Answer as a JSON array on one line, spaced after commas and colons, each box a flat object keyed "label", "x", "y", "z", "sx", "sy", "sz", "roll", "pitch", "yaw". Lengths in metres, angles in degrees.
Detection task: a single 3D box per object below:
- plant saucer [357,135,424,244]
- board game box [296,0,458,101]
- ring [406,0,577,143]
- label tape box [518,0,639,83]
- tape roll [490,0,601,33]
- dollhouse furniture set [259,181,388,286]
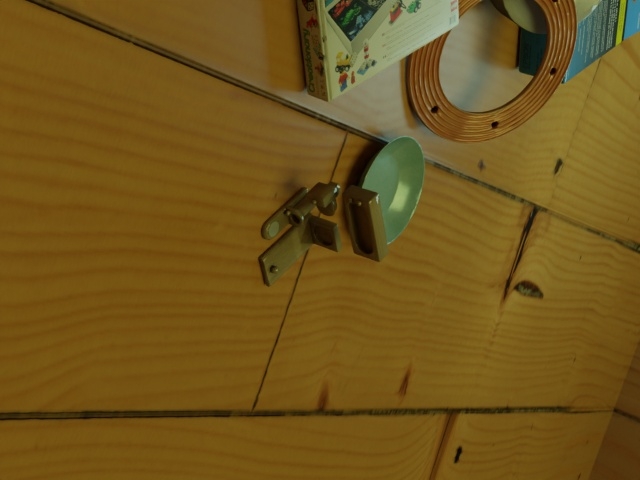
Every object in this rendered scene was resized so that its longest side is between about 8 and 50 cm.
[{"label": "plant saucer", "x": 0.106, "y": -0.085, "z": 1.873, "sx": 0.195, "sy": 0.037, "sz": 0.195, "roll": -33, "pitch": 133, "yaw": -44}, {"label": "board game box", "x": 0.091, "y": -0.354, "z": 1.654, "sx": 0.305, "sy": 0.053, "sz": 0.193, "roll": -34, "pitch": 133, "yaw": -34}, {"label": "ring", "x": 0.290, "y": -0.321, "z": 1.910, "sx": 0.336, "sy": 0.032, "sz": 0.337, "roll": -15, "pitch": 127, "yaw": -21}, {"label": "label tape box", "x": 0.516, "y": -0.479, "z": 2.187, "sx": 0.333, "sy": 0.106, "sz": 0.241, "roll": -34, "pitch": 133, "yaw": -42}, {"label": "tape roll", "x": 0.395, "y": -0.473, "z": 1.942, "sx": 0.219, "sy": 0.072, "sz": 0.219, "roll": -9, "pitch": 120, "yaw": -15}, {"label": "dollhouse furniture set", "x": 0.000, "y": 0.000, "z": 1.660, "sx": 0.123, "sy": 0.151, "sz": 0.144, "roll": -44, "pitch": 138, "yaw": -33}]
